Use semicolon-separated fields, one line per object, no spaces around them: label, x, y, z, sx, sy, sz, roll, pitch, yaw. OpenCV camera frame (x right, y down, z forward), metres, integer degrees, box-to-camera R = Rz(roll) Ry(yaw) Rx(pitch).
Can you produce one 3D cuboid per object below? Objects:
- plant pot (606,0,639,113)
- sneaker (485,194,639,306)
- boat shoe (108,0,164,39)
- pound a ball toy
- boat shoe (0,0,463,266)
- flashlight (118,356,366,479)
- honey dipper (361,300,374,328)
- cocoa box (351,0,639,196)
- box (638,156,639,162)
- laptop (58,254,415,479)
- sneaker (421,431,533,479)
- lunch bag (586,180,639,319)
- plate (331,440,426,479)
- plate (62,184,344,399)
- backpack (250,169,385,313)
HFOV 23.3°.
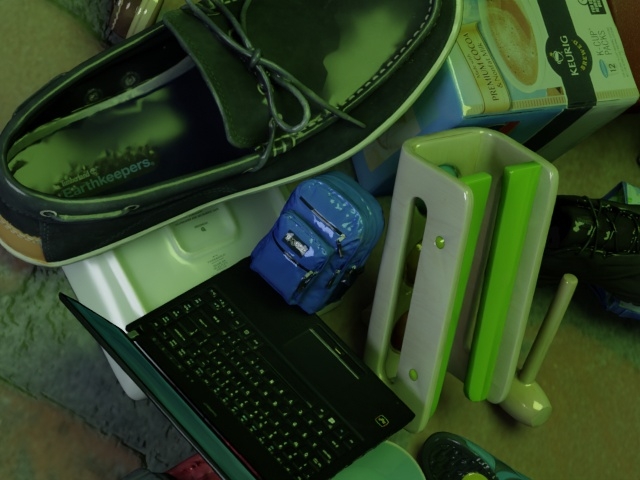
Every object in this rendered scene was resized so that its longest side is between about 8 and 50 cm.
plant pot;0.390;-0.269;1.779;0.267;0.267;0.235;-6;90;-9
sneaker;0.303;0.004;1.645;0.286;0.130;0.109;0;72;8
boat shoe;-0.203;-0.351;1.591;0.123;0.123;0.342;12;61;-16
pound a ball toy;0.147;0.047;1.544;0.208;0.319;0.136;-14;36;-37
boat shoe;-0.082;-0.137;1.420;0.500;0.156;0.186;-27;77;-11
flashlight;-0.076;0.202;1.433;0.304;0.103;0.103;-26;118;-39
honey dipper;0.100;0.040;1.647;0.030;0.030;0.161;49;54;-3
cocoa box;0.140;-0.251;1.663;0.228;0.231;0.347;-8;74;-29
box;0.515;-0.074;1.870;0.181;0.119;0.182;-26;85;-34
laptop;-0.066;0.105;1.365;0.264;0.136;0.234;-30;65;-35
sneaker;0.191;0.266;1.594;0.209;0.069;0.082;39;23;0
lunch bag;0.373;0.029;1.763;0.129;0.096;0.151;16;54;-23
plate;0.032;0.280;1.484;0.188;0.024;0.188;-5;98;-38
plate;-0.130;-0.017;1.533;0.277;0.045;0.278;-24;84;-35
backpack;0.000;0.000;1.473;0.098;0.120;0.101;41;24;10
